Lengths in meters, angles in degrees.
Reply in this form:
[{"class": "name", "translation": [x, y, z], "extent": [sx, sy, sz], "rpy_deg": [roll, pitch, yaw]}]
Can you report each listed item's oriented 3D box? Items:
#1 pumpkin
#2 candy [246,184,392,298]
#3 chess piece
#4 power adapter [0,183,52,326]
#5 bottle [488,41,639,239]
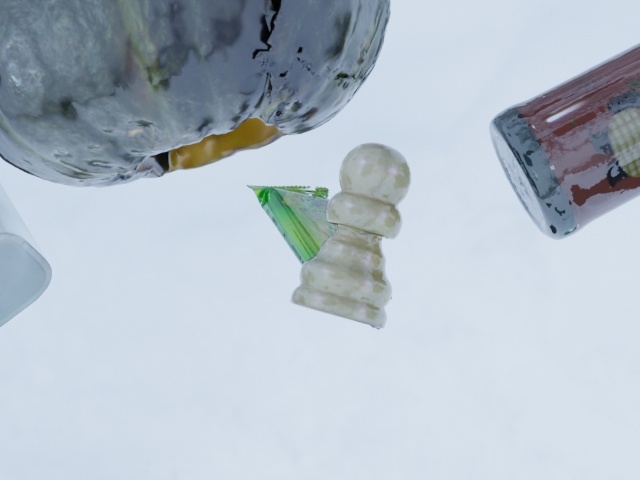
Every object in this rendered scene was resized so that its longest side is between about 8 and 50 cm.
[{"class": "pumpkin", "translation": [-0.101, -0.148, 1.141], "extent": [0.320, 0.192, 0.320], "rpy_deg": [-16, 1, 0]}, {"class": "candy", "translation": [0.000, -0.001, 1.700], "extent": [0.032, 0.102, 0.178], "rpy_deg": [-58, 43, 26]}, {"class": "chess piece", "translation": [0.038, -0.008, 1.557], "extent": [0.094, 0.094, 0.171], "rpy_deg": [10, 83, 55]}, {"class": "power adapter", "translation": [-0.397, -0.016, 1.591], "extent": [0.187, 0.124, 0.255], "rpy_deg": [-37, 56, -1]}, {"class": "bottle", "translation": [0.343, -0.138, 1.642], "extent": [0.336, 0.144, 0.144], "rpy_deg": [-29, 33, -1]}]
